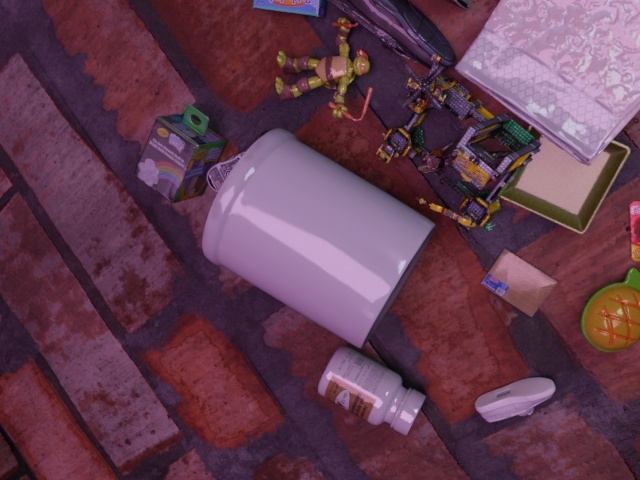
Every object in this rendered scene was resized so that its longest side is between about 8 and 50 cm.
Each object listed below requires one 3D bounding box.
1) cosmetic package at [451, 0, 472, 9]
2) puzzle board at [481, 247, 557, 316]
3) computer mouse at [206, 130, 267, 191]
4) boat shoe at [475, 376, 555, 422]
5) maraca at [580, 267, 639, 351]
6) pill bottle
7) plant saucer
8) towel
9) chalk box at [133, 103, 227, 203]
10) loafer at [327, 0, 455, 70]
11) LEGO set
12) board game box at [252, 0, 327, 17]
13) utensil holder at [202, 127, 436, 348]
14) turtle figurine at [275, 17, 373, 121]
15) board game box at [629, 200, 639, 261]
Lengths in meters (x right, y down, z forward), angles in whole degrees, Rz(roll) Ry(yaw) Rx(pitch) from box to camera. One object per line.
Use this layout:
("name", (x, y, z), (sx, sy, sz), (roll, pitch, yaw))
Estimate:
("cosmetic package", (0.171, -0.569, 1.238), (0.296, 0.153, 0.129), (32, 113, 14))
("puzzle board", (0.421, 0.089, 1.380), (0.128, 0.011, 0.096), (34, 115, 12))
("computer mouse", (-0.186, -0.178, 1.551), (0.192, 0.042, 0.106), (-21, 99, 20))
("boat shoe", (0.432, 0.355, 1.417), (0.184, 0.066, 0.063), (-28, 106, 24))
("maraca", (0.596, 0.137, 1.274), (0.185, 0.099, 0.127), (-43, 96, 1))
("pill bottle", (0.120, 0.351, 1.506), (0.229, 0.131, 0.131), (27, 112, 15))
("plant saucer", (0.475, -0.136, 1.279), (0.188, 0.045, 0.188), (27, 112, 14))
("towel", (0.466, -0.357, 1.195), (0.331, 0.053, 0.317), (39, 105, 10))
("chalk box", (-0.325, -0.218, 1.548), (0.132, 0.132, 0.213), (36, 113, 12))
("loafer", (0.137, -0.438, 1.306), (0.302, 0.109, 0.095), (40, 132, -8))
("LEGO set", (0.243, -0.169, 1.248), (0.331, 0.192, 0.255), (51, 130, 11))
("board game box", (-0.056, -0.594, 1.383), (0.160, 0.047, 0.211), (15, 108, 18))
("utensil holder", (0.000, 0.000, 1.362), (0.385, 0.327, 0.328), (32, 113, 11))
("turtle figurine", (0.017, -0.375, 1.388), (0.217, 0.087, 0.270), (-2, 84, 19))
("board game box", (0.723, -0.021, 1.213), (0.259, 0.039, 0.124), (-3, 102, 26))
